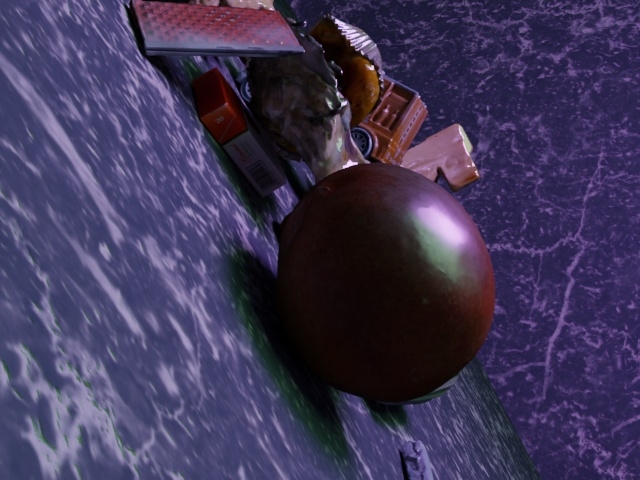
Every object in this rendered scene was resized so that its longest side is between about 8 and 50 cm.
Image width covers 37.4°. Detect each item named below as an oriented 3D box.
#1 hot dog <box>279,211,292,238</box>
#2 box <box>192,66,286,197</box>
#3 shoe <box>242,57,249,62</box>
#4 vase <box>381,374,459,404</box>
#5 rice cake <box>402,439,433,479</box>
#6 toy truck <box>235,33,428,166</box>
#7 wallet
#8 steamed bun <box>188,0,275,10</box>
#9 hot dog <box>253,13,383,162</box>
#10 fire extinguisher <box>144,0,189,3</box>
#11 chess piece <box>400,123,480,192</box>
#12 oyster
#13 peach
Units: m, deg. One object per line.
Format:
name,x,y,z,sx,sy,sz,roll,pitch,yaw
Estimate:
hot dog,0.001,0.002,1.264,0.099,0.065,0.147,16,-6,22
box,-0.106,-0.141,1.242,0.152,0.048,0.100,50,11,-38
shoe,-0.133,-0.380,1.798,0.069,0.072,0.109,112,-34,-50
vase,0.121,0.166,1.279,0.128,0.128,0.248,61,17,7
rice cake,0.120,0.291,1.125,0.042,0.030,0.180,63,8,-16
toy truck,0.021,-0.239,1.582,0.305,0.162,0.136,32,2,17
wallet,-0.126,-0.255,1.141,0.020,0.196,0.103,110,-34,-41
steamed bun,-0.156,-0.427,1.471,0.292,0.137,0.295,25,33,-54
hot dog,-0.011,-0.223,1.420,0.082,0.270,0.162,-26,84,-42
fire extinguisher,-0.254,-0.427,1.195,0.294,0.093,0.118,57,35,-10
chess piece,0.172,-0.117,1.892,0.137,0.301,0.137,58,6,-10
oyster,-0.027,-0.171,1.270,0.351,0.115,0.238,58,-5,48
peach,0.063,0.038,1.002,0.252,0.252,0.252,57,9,-14
